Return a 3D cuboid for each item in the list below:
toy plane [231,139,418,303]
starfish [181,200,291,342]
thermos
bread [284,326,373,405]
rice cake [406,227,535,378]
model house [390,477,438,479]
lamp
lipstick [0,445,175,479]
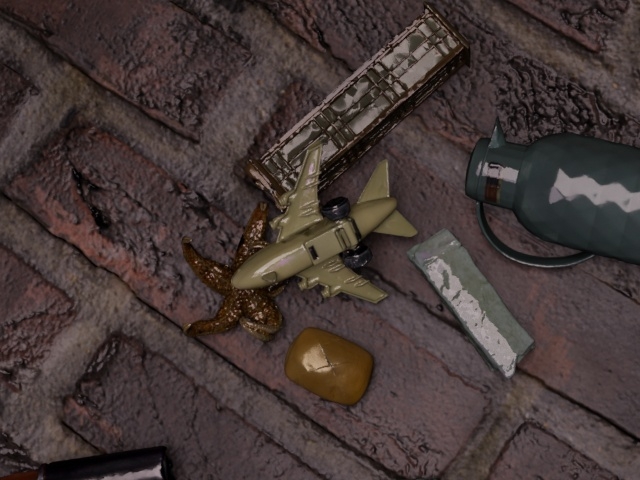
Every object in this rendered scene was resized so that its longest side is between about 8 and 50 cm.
[{"bbox_3d":[0.000,0.000,1.677,0.244,0.092,0.229,-30,110,-15],"label":"toy plane"},{"bbox_3d":[-0.110,0.041,1.734,0.146,0.074,0.190,9,81,8],"label":"starfish"},{"bbox_3d":[0.321,-0.046,1.667,0.286,0.145,0.182,13,115,12],"label":"thermos"},{"bbox_3d":[0.010,0.159,1.706,0.115,0.056,0.082,28,85,12],"label":"bread"},{"bbox_3d":[0.194,0.078,1.692,0.069,0.063,0.206,-37,78,-6],"label":"rice cake"},{"bbox_3d":[0.108,0.338,1.666,0.083,0.066,0.079,-1,68,-10],"label":"model house"},{"bbox_3d":[0.051,-0.165,1.743,0.325,0.090,0.089,-43,78,0],"label":"lamp"},{"bbox_3d":[-0.392,0.333,1.721,0.418,0.077,0.077,-12,78,7],"label":"lipstick"}]
